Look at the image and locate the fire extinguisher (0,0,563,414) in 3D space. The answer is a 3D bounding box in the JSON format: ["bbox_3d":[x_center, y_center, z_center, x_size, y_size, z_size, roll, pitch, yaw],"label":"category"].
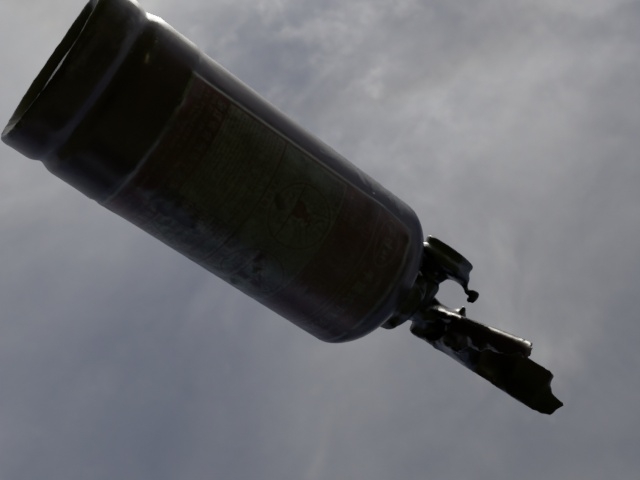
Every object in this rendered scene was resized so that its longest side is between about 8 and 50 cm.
[{"bbox_3d":[-0.005,0.004,0.372,0.075,0.252,0.106,-48,-156,16],"label":"fire extinguisher"}]
